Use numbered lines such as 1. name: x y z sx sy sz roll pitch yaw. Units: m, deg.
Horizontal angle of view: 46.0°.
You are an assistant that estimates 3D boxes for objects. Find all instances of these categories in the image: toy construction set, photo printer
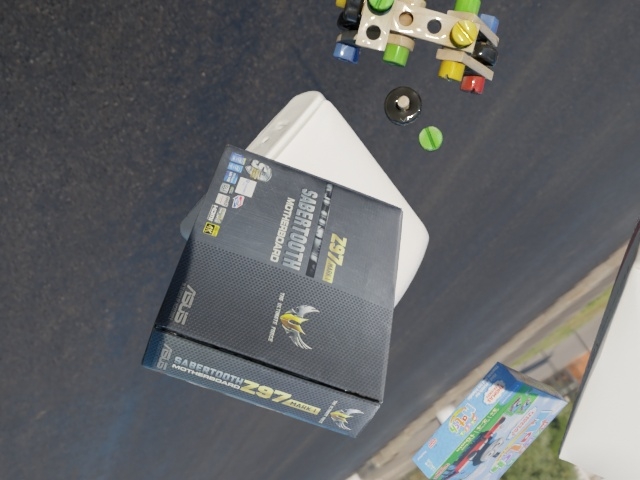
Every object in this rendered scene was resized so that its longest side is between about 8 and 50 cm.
1. toy construction set: 0.160 -0.329 1.051 0.309 0.257 0.237 -49 173 3
2. photo printer: 0.000 0.000 1.002 0.256 0.107 0.307 -50 120 -17

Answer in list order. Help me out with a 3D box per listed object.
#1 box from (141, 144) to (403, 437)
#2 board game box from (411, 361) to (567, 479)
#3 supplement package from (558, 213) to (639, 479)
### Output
1. box: -0.029 0.033 0.649 0.183 0.233 0.059 21 134 -7
2. board game box: 0.224 0.242 0.969 0.160 0.039 0.211 -51 144 9
3. supplement package: 0.324 0.058 0.600 0.293 0.175 0.178 -41 146 -53
